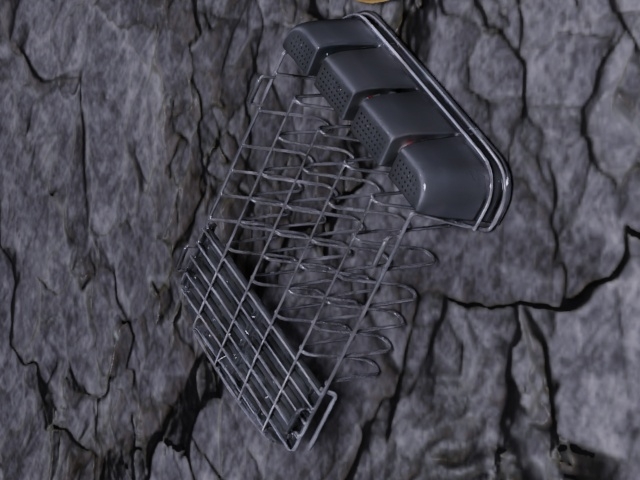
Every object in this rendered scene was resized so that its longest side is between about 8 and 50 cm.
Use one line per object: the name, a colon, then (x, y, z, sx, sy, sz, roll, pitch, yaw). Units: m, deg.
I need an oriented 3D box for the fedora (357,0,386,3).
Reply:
fedora: (0.017, -0.255, 1.261, 0.194, 0.079, 0.194, -1, 89, 51)

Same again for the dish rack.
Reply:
dish rack: (0.000, 0.000, 1.285, 0.208, 0.074, 0.271, 54, 130, 39)
